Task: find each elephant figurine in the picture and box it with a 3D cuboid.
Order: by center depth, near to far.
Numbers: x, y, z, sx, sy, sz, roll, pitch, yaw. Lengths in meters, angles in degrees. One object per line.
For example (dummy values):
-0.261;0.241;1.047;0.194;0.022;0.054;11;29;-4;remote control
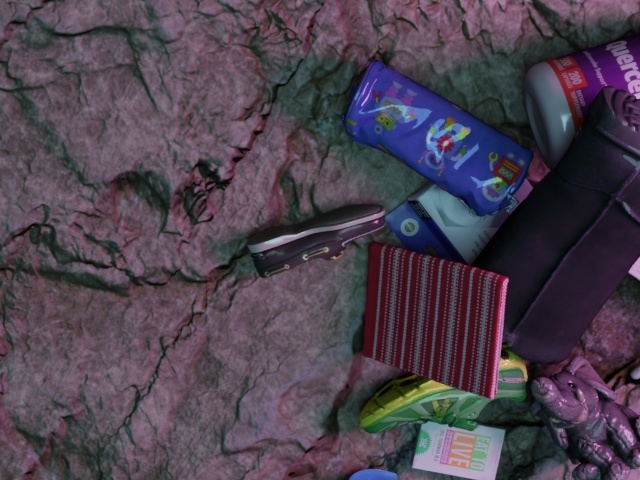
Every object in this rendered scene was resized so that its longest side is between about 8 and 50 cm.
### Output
0.415;0.268;1.841;0.239;0.186;0.169;44;61;-7;elephant figurine

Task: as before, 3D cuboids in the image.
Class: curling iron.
0.358;0.276;1.939;0.068;0.035;0.274;-37;105;16;curling iron

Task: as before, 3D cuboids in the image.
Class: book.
0.234;0.352;1.955;0.144;0.035;0.096;10;99;-5;book

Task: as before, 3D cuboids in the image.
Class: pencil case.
0.175;-0.150;1.748;0.306;0.119;0.133;32;96;3;pencil case

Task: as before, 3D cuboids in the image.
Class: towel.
0.174;0.120;1.796;0.031;0.275;0.199;-10;109;-44;towel

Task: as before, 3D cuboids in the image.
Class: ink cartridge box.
0.255;-0.018;1.853;0.224;0.045;0.223;-38;103;6;ink cartridge box

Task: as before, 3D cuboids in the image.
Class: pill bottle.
0.485;-0.223;1.745;0.323;0.181;0.181;-17;104;1;pill bottle

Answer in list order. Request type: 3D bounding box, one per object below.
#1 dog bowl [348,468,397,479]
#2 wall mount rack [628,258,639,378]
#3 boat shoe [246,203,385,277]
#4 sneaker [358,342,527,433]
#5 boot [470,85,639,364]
0.170;0.485;1.921;0.297;0.166;0.074;19;114;-8;dog bowl
0.534;0.067;1.856;0.350;0.130;0.304;32;97;-10;wall mount rack
0.000;0.000;1.828;0.228;0.081;0.068;-15;107;8;boat shoe
0.200;0.267;1.872;0.295;0.109;0.123;-21;101;14;sneaker
0.447;0.038;1.691;0.367;0.146;0.445;32;125;4;boot
